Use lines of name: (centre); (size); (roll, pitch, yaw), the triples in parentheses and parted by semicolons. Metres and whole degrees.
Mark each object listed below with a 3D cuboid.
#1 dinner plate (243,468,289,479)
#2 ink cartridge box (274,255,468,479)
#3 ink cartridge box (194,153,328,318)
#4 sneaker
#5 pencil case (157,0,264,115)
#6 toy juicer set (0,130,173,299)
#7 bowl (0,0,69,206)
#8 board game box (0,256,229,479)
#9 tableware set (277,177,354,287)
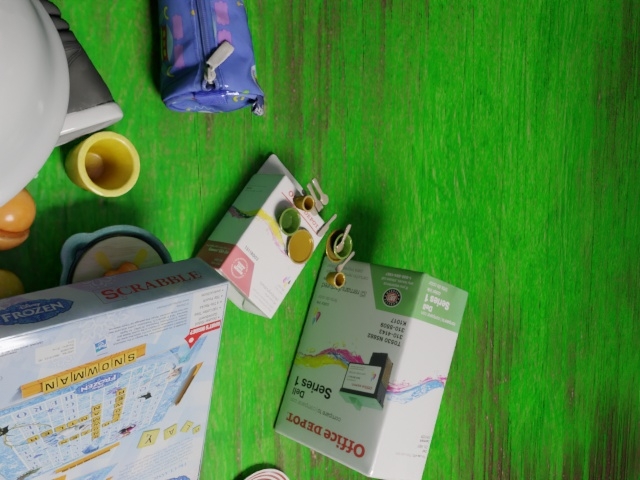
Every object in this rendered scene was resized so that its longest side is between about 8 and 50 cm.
dinner plate: (-0.094, 0.399, 0.942); (0.141, 0.017, 0.141); (-7, 101, -42)
ink cartridge box: (0.071, 0.179, 0.943); (0.117, 0.201, 0.278); (23, 80, -42)
ink cartridge box: (-0.067, -0.011, 0.879); (0.115, 0.067, 0.198); (50, 61, -37)
sneaker: (-0.344, -0.135, 0.588); (0.296, 0.105, 0.146); (-26, 100, -33)
pencil case: (-0.133, -0.293, 0.739); (0.120, 0.133, 0.305); (-5, 100, -10)
toy juicer set: (-0.248, 0.065, 0.693); (0.209, 0.090, 0.328); (-29, 113, -37)
bowl: (-0.341, -0.149, 0.466); (0.298, 0.134, 0.297); (5, 75, -19)
board game box: (-0.257, 0.194, 0.655); (0.319, 0.066, 0.317); (-12, 124, -42)
tableware set: (0.000, 0.000, 0.884); (0.104, 0.024, 0.154); (-49, 129, -28)
